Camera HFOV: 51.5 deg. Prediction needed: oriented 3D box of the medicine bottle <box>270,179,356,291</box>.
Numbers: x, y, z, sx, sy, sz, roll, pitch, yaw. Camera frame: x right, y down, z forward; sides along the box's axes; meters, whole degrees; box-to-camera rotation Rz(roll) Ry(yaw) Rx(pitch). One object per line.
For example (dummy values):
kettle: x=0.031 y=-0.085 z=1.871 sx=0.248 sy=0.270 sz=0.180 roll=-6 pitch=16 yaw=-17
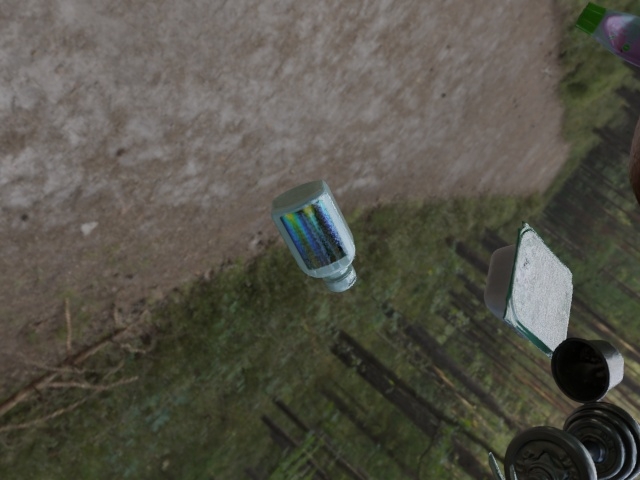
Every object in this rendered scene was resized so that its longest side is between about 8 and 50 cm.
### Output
medicine bottle: x=0.000 y=0.000 z=1.313 sx=0.121 sy=0.229 sz=0.083 roll=-23 pitch=-151 yaw=9

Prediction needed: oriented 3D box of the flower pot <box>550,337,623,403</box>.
flower pot: x=0.653 y=0.306 z=1.600 sx=0.106 sy=0.157 sz=0.157 roll=-3 pitch=138 yaw=-35

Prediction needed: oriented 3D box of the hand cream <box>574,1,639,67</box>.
hand cream: x=0.606 y=-0.358 z=1.218 sx=0.079 sy=0.275 sz=0.050 roll=-66 pitch=171 yaw=30

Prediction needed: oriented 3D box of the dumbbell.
dumbbell: x=0.512 y=0.433 z=1.320 sx=0.406 sy=0.179 sz=0.179 roll=1 pitch=130 yaw=-48

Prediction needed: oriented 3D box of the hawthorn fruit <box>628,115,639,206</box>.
hawthorn fruit: x=0.625 y=-0.156 z=1.018 sx=0.295 sy=0.294 sz=0.312 roll=53 pitch=58 yaw=-76

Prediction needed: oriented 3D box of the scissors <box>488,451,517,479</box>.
scissors: x=0.287 y=0.460 z=0.851 sx=0.029 sy=0.384 sz=0.256 roll=-31 pitch=132 yaw=22

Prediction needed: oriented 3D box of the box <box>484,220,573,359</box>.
box: x=0.514 y=0.139 z=1.663 sx=0.336 sy=0.106 sz=0.264 roll=37 pitch=60 yaw=-38
